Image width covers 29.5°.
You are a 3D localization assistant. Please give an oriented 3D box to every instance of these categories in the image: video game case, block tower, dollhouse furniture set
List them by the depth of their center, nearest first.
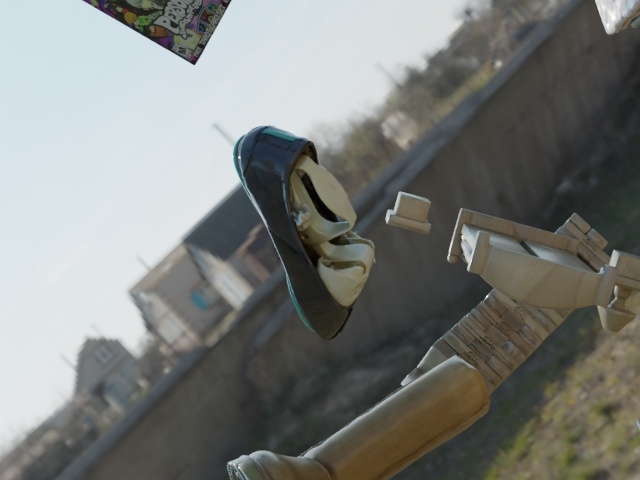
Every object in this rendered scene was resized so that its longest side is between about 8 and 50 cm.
[{"bbox_3d":[0.224,0.092,1.195,0.303,0.355,0.174,-74,-1,-82],"label":"dollhouse furniture set"},{"bbox_3d":[0.249,0.098,1.542,0.335,0.091,0.097,-39,-14,-34],"label":"block tower"},{"bbox_3d":[-0.230,-0.395,1.803,0.232,0.210,0.042,-50,13,46],"label":"video game case"}]

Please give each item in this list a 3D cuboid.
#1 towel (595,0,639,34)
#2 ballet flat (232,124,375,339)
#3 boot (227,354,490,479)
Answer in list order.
[{"bbox_3d":[0.332,-0.425,1.296,0.053,0.317,0.332,-14,-11,-10],"label":"towel"},{"bbox_3d":[0.000,0.000,0.911,0.074,0.203,0.074,-16,36,12],"label":"ballet flat"},{"bbox_3d":[0.044,0.196,1.194,0.269,0.089,0.236,-31,-15,-12],"label":"boot"}]
